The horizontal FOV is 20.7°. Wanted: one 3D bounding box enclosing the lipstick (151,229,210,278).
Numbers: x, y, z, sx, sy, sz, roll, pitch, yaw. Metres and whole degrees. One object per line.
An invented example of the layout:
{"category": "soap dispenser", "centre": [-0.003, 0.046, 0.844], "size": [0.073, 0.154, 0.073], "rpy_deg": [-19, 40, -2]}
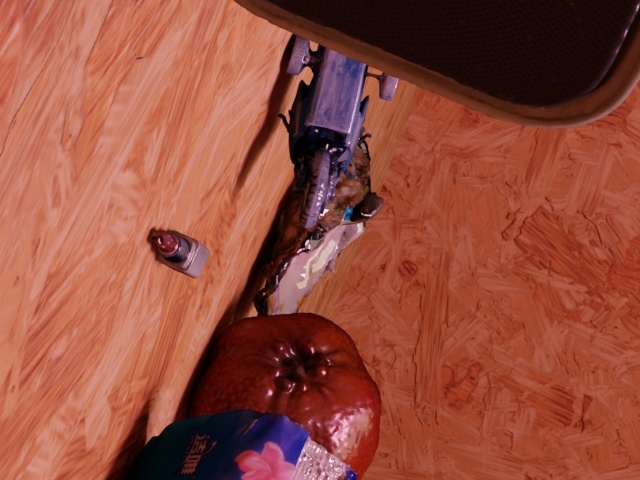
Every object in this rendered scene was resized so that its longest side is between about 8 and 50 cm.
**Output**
{"category": "lipstick", "centre": [-0.102, 0.006, 1.228], "size": [0.107, 0.025, 0.025], "rpy_deg": [50, 63, -79]}

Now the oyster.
{"category": "oyster", "centre": [-0.008, -0.003, 1.916], "size": [0.259, 0.092, 0.198], "rpy_deg": [-54, 174, -6]}

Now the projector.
{"category": "projector", "centre": [0.096, -0.244, 0.886], "size": [0.248, 0.248, 0.249], "rpy_deg": [108, 7, -50]}

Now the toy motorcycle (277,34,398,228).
{"category": "toy motorcycle", "centre": [0.015, -0.137, 1.500], "size": [0.135, 0.092, 0.254], "rpy_deg": [-107, -150, -83]}

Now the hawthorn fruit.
{"category": "hawthorn fruit", "centre": [-0.042, 0.196, 1.794], "size": [0.253, 0.205, 0.205], "rpy_deg": [107, 7, -49]}

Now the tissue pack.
{"category": "tissue pack", "centre": [-0.111, 0.284, 1.467], "size": [0.209, 0.137, 0.269], "rpy_deg": [-15, -141, 46]}
